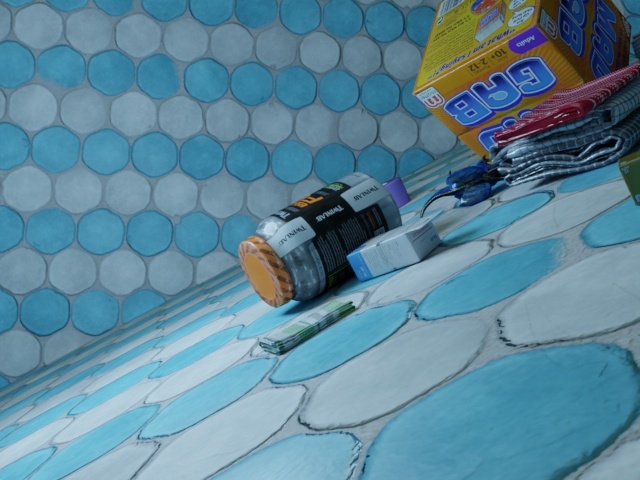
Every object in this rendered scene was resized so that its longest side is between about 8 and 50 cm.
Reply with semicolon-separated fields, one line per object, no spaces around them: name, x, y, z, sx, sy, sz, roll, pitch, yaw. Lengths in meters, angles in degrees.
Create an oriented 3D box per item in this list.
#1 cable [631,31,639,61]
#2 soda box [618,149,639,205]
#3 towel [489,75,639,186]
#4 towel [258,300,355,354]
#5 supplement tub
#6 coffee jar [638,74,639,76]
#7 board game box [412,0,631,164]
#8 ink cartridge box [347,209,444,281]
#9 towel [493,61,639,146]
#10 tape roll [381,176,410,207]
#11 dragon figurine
cable;0.844;-0.486;1.496;0.257;0.089;0.257;-24;0;31
soda box;0.477;-0.110;0.831;0.181;0.058;0.061;-24;6;28
towel;0.510;-0.208;1.312;0.235;0.121;0.284;-33;10;-39
towel;-0.026;0.138;1.092;0.152;0.023;0.113;-29;6;-19
supplement tub;0.000;0.000;1.379;0.316;0.193;0.193;-30;6;-28
coffee jar;0.780;-0.364;1.670;0.184;0.079;0.096;-26;-1;15
board game box;0.507;-0.451;1.643;0.356;0.356;0.356;-21;42;48
ink cartridge box;0.152;0.011;1.239;0.180;0.060;0.104;-23;6;39
towel;0.472;-0.263;1.246;0.275;0.031;0.199;-33;11;-35
tape roll;0.167;-0.120;2.266;0.275;0.090;0.275;-28;5;3
dragon figurine;0.344;-0.130;1.517;0.289;0.085;0.144;-24;5;13
